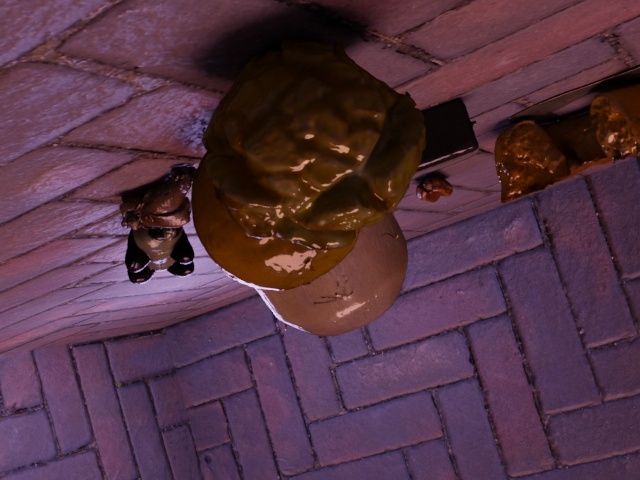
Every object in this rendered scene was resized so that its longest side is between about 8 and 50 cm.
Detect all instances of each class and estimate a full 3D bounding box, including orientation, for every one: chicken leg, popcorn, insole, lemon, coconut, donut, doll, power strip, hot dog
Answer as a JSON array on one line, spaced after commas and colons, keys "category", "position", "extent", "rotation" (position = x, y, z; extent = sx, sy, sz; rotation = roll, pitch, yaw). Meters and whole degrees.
[{"category": "chicken leg", "position": [-0.284, -0.073, 1.590], "extent": [0.196, 0.081, 0.125], "rotation": [-22, 158, 30]}, {"category": "popcorn", "position": [-0.009, -0.129, 1.105], "extent": [0.282, 0.282, 0.247], "rotation": [-7, 136, -52]}, {"category": "insole", "position": [0.580, -0.326, 1.903], "extent": [0.348, 0.009, 0.119], "rotation": [-20, 171, 21]}, {"category": "lemon", "position": [-0.066, -0.059, 1.367], "extent": [0.297, 0.297, 0.297], "rotation": [-17, 172, -2]}, {"category": "coconut", "position": [0.000, 0.000, 1.829], "extent": [0.346, 0.360, 0.346], "rotation": [-24, -160, 9]}, {"category": "donut", "position": [0.615, -0.238, 2.032], "extent": [0.435, 0.164, 0.377], "rotation": [-21, 177, 24]}, {"category": "doll", "position": [-0.344, 0.007, 1.817], "extent": [0.143, 0.135, 0.234], "rotation": [-9, 167, -11]}, {"category": "power strip", "position": [0.183, -0.185, 1.682], "extent": [0.256, 0.105, 0.070], "rotation": [-19, 173, 14]}, {"category": "hot dog", "position": [0.318, -0.146, 2.423], "extent": [0.092, 0.062, 0.235], "rotation": [-18, 175, 13]}]
